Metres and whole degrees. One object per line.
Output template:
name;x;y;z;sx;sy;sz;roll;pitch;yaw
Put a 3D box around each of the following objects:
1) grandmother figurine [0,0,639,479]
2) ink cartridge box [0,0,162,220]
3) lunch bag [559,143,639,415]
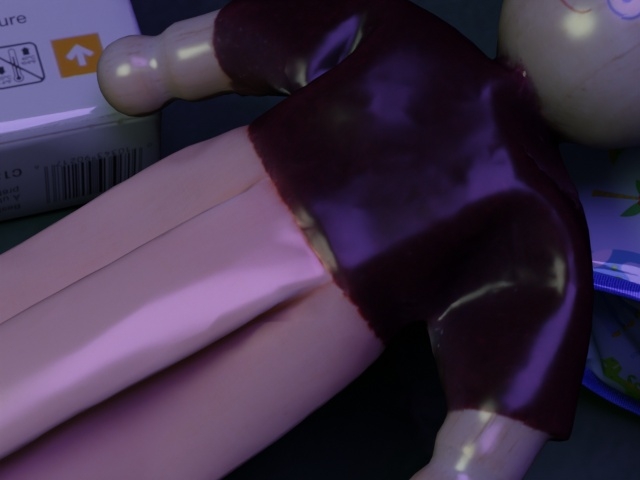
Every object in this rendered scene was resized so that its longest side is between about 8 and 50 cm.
grandmother figurine;0.000;0.000;0.471;0.342;0.104;0.207;-33;76;-1
ink cartridge box;-0.195;-0.167;0.623;0.176;0.069;0.370;-13;64;-14
lunch bag;0.127;-0.009;0.554;0.151;0.096;0.128;24;59;-3
